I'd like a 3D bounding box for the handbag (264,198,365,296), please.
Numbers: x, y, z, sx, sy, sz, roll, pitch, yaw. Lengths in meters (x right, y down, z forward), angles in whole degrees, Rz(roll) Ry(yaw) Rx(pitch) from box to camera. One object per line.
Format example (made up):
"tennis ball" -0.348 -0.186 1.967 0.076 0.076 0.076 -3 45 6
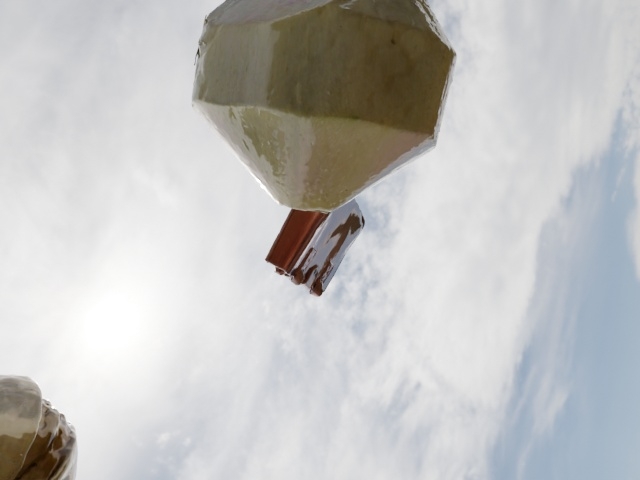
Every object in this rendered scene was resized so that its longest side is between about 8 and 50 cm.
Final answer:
"handbag" 0.000 0.000 0.812 0.157 0.059 0.212 -61 -17 -5

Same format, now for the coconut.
"coconut" 0.002 -0.149 0.546 0.259 0.260 0.258 -3 -87 -52

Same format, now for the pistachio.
"pistachio" -0.324 0.227 0.531 0.158 0.229 0.157 -3 -69 -8
